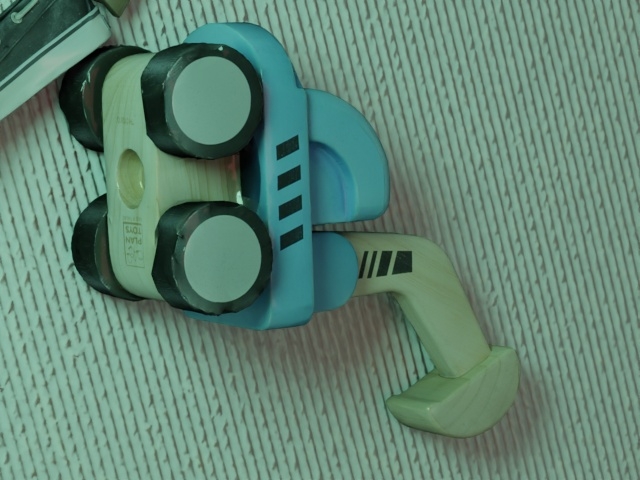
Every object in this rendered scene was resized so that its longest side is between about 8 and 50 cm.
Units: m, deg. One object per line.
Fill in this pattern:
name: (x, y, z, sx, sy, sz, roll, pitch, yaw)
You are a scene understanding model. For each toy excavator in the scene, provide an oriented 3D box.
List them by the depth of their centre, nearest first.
toy excavator: (0.000, 0.000, 1.898, 0.445, 0.222, 0.433, -6, 96, -31)

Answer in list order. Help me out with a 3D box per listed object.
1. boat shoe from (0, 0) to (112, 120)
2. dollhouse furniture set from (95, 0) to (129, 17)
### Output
boat shoe: (-0.333, -0.151, 1.791, 0.301, 0.108, 0.102, -39, 106, -19)
dollhouse furniture set: (-0.121, -0.409, 1.749, 0.355, 0.174, 0.303, -63, 151, -12)
